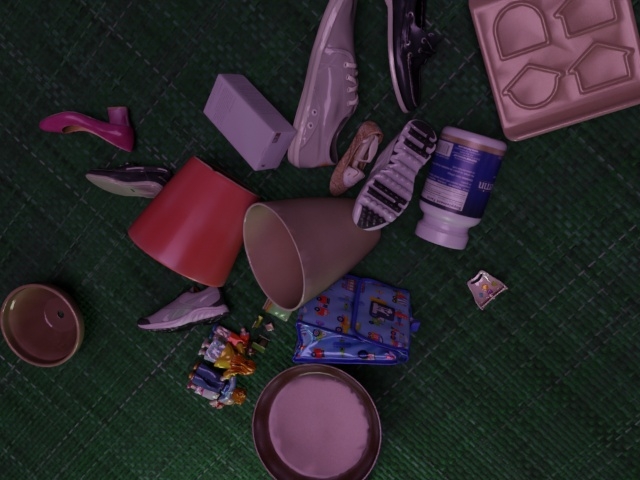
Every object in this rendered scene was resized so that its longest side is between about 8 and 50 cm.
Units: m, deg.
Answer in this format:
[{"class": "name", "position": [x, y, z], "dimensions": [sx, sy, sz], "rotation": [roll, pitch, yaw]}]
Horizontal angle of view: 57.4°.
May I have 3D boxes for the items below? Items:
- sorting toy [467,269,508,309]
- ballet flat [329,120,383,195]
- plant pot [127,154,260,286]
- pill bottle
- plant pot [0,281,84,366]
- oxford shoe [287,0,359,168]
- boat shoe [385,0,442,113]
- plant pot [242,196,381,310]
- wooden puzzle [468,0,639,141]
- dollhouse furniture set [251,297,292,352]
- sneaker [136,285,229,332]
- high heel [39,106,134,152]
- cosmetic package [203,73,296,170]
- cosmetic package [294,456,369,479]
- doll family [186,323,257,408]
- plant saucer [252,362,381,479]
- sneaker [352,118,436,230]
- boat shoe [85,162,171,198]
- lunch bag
[{"class": "sorting toy", "position": [0.411, 0.116, 1.461], "dimensions": [0.083, 0.045, 0.075], "rotation": [-44, 85, 15]}, {"class": "ballet flat", "position": [0.089, -0.192, 1.425], "dimensions": [0.067, 0.073, 0.206], "rotation": [41, 112, 44]}, {"class": "plant pot", "position": [-0.291, -0.058, 1.435], "dimensions": [0.275, 0.275, 0.243], "rotation": [32, 94, 1]}, {"class": "pill bottle", "position": [0.320, -0.122, 1.367], "dimensions": [0.153, 0.153, 0.264], "rotation": [17, 105, 5]}, {"class": "plant pot", "position": [-0.754, 0.223, 1.632], "dimensions": [0.238, 0.110, 0.237], "rotation": [2, 101, 8]}, {"class": "oxford shoe", "position": [0.035, -0.372, 1.356], "dimensions": [0.130, 0.169, 0.449], "rotation": [18, 111, 8]}, {"class": "boat shoe", "position": [0.217, -0.466, 1.325], "dimensions": [0.113, 0.127, 0.339], "rotation": [-3, 92, 22]}, {"class": "plant pot", "position": [0.000, 0.000, 1.378], "dimensions": [0.274, 0.256, 0.256], "rotation": [-20, 101, -31]}, {"class": "wooden puzzle", "position": [0.531, -0.431, 1.311], "dimensions": [0.322, 0.080, 0.347], "rotation": [-16, 94, 12]}, {"class": "dollhouse furniture set", "position": [-0.134, 0.218, 1.558], "dimensions": [0.076, 0.058, 0.151], "rotation": [29, 105, 2]}, {"class": "sneaker", "position": [-0.373, 0.189, 1.583], "dimensions": [0.272, 0.100, 0.108], "rotation": [-16, 74, 15]}, {"class": "high heel", "position": [-0.607, -0.275, 1.520], "dimensions": [0.244, 0.082, 0.117], "rotation": [-7, 91, -3]}, {"class": "cosmetic package", "position": [-0.171, -0.284, 1.390], "dimensions": [0.231, 0.085, 0.117], "rotation": [49, 128, 21]}, {"class": "cosmetic package", "position": [0.037, 0.610, 1.528], "dimensions": [0.138, 0.224, 0.224], "rotation": [-9, 100, 13]}, {"class": "doll family", "position": [-0.261, 0.362, 1.578], "dimensions": [0.163, 0.118, 0.262], "rotation": [26, 104, 3]}, {"class": "plant saucer", "position": [-0.008, 0.444, 1.382], "dimensions": [0.311, 0.050, 0.310], "rotation": [-1, 86, 13]}, {"class": "sneaker", "position": [0.160, -0.144, 1.358], "dimensions": [0.110, 0.118, 0.292], "rotation": [39, 74, -17]}, {"class": "boat shoe", "position": [-0.505, -0.165, 1.540], "dimensions": [0.233, 0.084, 0.079], "rotation": [6, 65, 15]}, {"class": "lunch bag", "position": [0.095, 0.197, 1.430], "dimensions": [0.293, 0.221, 0.138], "rotation": [8, 125, 2]}]
